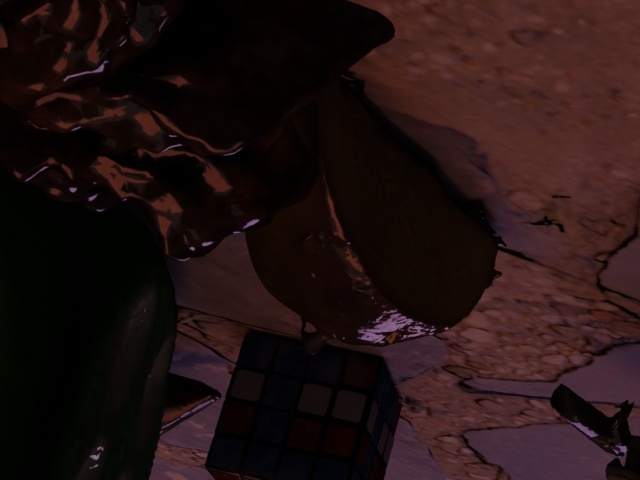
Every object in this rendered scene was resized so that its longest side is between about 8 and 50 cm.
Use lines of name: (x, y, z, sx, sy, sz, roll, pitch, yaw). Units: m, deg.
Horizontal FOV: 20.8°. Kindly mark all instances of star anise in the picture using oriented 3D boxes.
star anise: (-0.099, -0.074, 0.640, 0.236, 0.109, 0.223, 21, 152, 1)

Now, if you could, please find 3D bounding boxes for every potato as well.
potato: (0.000, 0.000, 0.774, 0.100, 0.089, 0.172, 4, 156, 33)

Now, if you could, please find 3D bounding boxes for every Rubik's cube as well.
Rubik's cube: (-0.008, 0.122, 1.090, 0.092, 0.092, 0.092, 11, 160, 16)

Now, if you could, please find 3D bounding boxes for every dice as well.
dice: (-0.253, 0.105, 0.951, 0.300, 0.297, 0.287, 12, 161, 9)

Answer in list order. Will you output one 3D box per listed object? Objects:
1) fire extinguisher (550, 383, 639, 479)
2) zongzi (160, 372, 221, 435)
fire extinguisher: (0.250, 0.127, 0.869, 0.269, 0.105, 0.105, 16, 162, 28)
zongzi: (-0.227, 0.084, 1.186, 0.247, 0.111, 0.241, 34, 137, -25)
